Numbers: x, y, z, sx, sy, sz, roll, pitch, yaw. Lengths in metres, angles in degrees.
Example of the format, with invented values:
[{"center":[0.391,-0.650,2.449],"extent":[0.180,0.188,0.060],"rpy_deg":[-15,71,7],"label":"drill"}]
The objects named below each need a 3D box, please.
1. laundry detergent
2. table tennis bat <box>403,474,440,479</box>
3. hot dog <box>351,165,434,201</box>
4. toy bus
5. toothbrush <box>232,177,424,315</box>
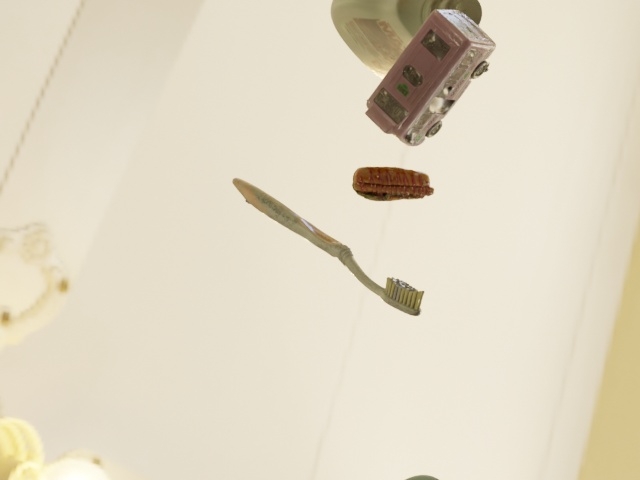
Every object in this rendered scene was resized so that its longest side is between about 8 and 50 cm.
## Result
[{"center":[0.175,-0.348,2.267],"extent":[0.125,0.398,0.264],"rpy_deg":[-45,-75,-10],"label":"laundry detergent"},{"center":[0.104,0.305,1.321],"extent":[0.038,0.237,0.149],"rpy_deg":[34,-106,-23],"label":"table tennis bat"},{"center":[0.126,-0.096,2.343],"extent":[0.038,0.144,0.062],"rpy_deg":[-104,19,-68],"label":"hot dog"},{"center":[0.154,-0.232,1.954],"extent":[0.199,0.096,0.108],"rpy_deg":[-53,-22,23],"label":"toy bus"},{"center":[0.000,0.000,1.689],"extent":[0.028,0.375,0.037],"rpy_deg":[-6,-62,-40],"label":"toothbrush"}]
